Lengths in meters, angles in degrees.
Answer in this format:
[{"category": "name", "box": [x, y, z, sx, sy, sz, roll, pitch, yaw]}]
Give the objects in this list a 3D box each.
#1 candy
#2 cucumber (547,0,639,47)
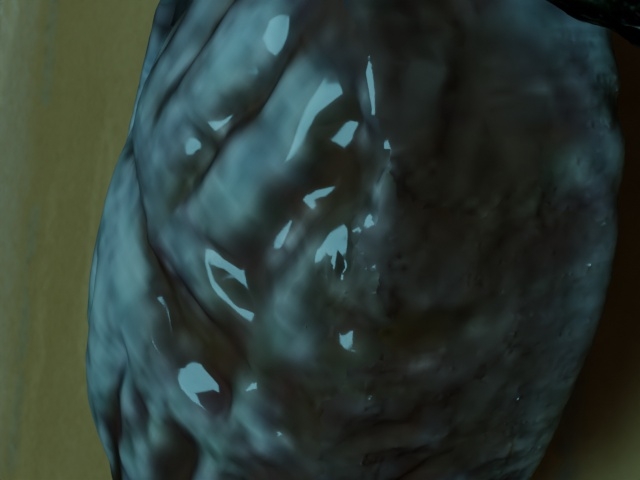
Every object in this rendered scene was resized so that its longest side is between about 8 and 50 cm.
[{"category": "candy", "box": [0.000, 0.000, 0.612, 0.214, 0.157, 0.290, 58, 142, 42]}, {"category": "cucumber", "box": [0.177, -0.042, 0.448, 0.293, 0.067, 0.068, 30, 108, 21]}]
